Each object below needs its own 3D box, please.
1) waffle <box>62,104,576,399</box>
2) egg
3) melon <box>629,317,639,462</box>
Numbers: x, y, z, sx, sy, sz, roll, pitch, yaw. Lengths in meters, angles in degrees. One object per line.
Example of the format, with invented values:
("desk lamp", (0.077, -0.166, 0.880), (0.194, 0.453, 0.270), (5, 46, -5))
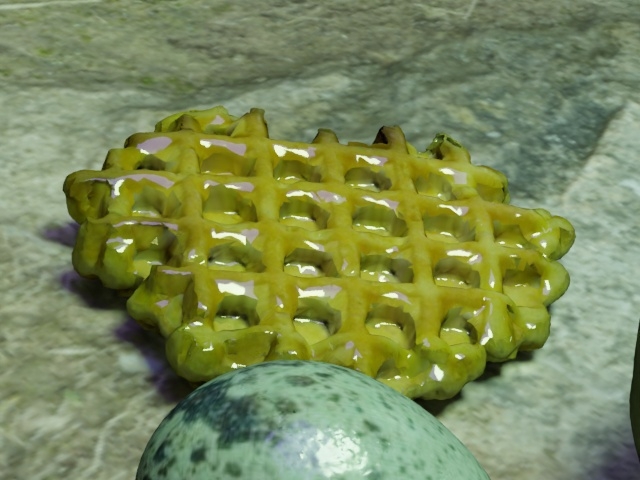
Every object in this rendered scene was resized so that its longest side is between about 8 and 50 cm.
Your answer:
("waffle", (0.000, -0.002, 1.082), (0.291, 0.051, 0.291), (8, 38, -6))
("egg", (0.004, 0.122, 0.848), (0.172, 0.132, 0.132), (18, 35, -10))
("melon", (0.283, 0.077, 0.861), (0.269, 0.268, 0.330), (-10, 26, -25))
